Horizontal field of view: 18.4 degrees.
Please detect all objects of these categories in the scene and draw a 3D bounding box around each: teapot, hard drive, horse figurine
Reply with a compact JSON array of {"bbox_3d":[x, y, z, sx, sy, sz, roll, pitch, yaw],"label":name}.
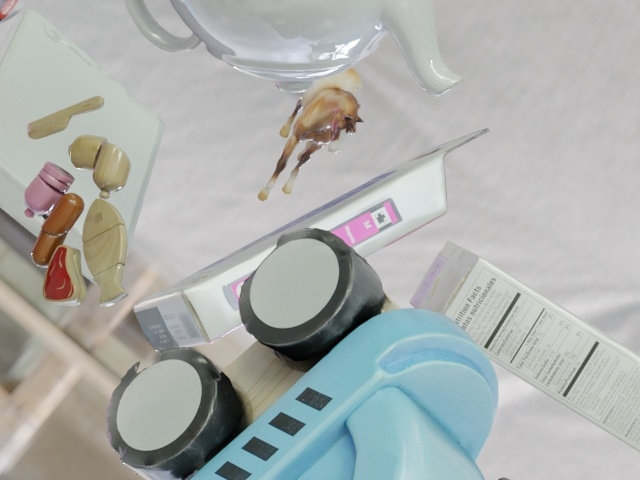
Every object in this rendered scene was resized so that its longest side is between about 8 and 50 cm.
[{"bbox_3d":[-0.031,-0.220,1.713,0.256,0.253,0.187,-123,-151,-62],"label":"teapot"},{"bbox_3d":[-0.265,-0.102,2.048,0.203,0.307,0.040,41,-64,-18],"label":"hard drive"},{"bbox_3d":[0.000,-0.148,2.352,0.066,0.263,0.174,31,-61,-7],"label":"horse figurine"}]

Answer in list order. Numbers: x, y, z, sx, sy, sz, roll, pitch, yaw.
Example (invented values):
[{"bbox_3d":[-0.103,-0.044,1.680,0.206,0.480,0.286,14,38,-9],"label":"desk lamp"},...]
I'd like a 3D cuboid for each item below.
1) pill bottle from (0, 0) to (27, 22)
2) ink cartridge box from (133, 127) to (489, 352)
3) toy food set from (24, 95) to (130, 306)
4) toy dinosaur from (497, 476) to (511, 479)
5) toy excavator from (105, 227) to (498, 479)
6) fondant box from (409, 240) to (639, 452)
[{"bbox_3d":[-0.301,-0.225,1.613,0.108,0.108,0.193,34,5,7],"label":"pill bottle"},{"bbox_3d":[0.000,0.000,2.000,0.069,0.371,0.176,61,-21,-5],"label":"ink cartridge box"},{"bbox_3d":[-0.134,-0.015,1.090,0.078,0.122,0.019,-18,-25,31],"label":"toy food set"},{"bbox_3d":[0.169,0.408,1.978,0.200,0.295,0.127,27,-15,46],"label":"toy dinosaur"},{"bbox_3d":[0.007,0.274,1.495,0.445,0.433,0.222,47,1,43],"label":"toy excavator"},{"bbox_3d":[0.273,0.130,2.230,0.330,0.096,0.238,33,1,-6],"label":"fondant box"}]
